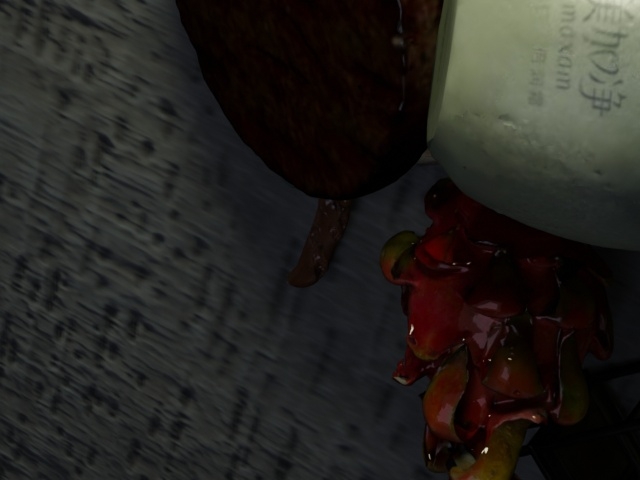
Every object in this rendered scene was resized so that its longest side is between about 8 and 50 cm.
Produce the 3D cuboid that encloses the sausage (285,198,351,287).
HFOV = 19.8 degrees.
[{"bbox_3d":[0.000,0.000,2.037,0.042,0.036,0.158,38,136,14],"label":"sausage"}]

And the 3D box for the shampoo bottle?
[{"bbox_3d":[0.248,-0.154,1.514,0.317,0.322,0.322,5,126,9],"label":"shampoo bottle"}]

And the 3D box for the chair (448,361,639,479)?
[{"bbox_3d":[0.282,0.221,1.900,0.260,0.154,0.141,-20,107,42],"label":"chair"}]

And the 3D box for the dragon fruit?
[{"bbox_3d":[0.167,0.087,1.793,0.228,0.307,0.243,3,139,27],"label":"dragon fruit"}]

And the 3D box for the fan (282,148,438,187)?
[{"bbox_3d":[0.061,-0.090,1.935,0.282,0.023,0.057,-3,110,39],"label":"fan"}]

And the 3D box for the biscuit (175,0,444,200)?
[{"bbox_3d":[-0.009,-0.237,1.750,0.407,0.091,0.407,37,138,44],"label":"biscuit"}]
